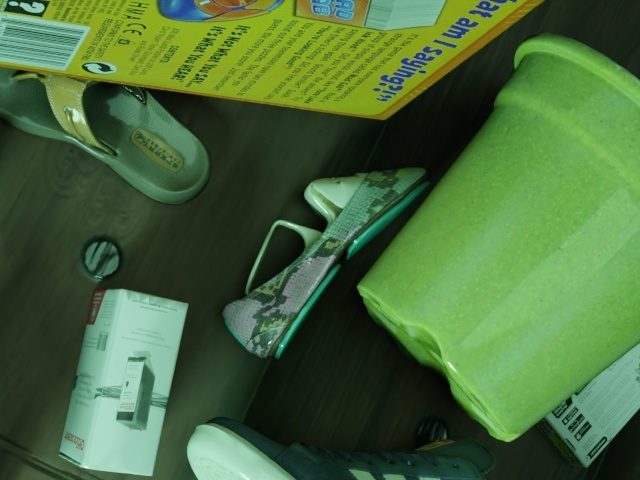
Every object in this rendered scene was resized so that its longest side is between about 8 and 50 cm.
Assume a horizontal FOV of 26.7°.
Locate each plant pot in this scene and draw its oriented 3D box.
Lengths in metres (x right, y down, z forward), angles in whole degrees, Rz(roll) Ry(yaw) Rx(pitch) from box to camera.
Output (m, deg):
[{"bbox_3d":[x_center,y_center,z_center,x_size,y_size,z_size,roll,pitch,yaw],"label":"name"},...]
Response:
[{"bbox_3d":[0.177,0.017,1.112,0.254,0.276,0.276,-44,103,-5],"label":"plant pot"}]

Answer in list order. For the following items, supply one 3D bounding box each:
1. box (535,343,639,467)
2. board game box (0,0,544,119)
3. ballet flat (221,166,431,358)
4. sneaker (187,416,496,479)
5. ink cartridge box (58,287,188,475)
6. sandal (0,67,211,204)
[{"bbox_3d":[0.269,0.096,1.242,0.207,0.036,0.114,-43,102,-18],"label":"box"},{"bbox_3d":[-0.042,-0.325,0.947,0.356,0.356,0.356,6,74,-21],"label":"board game box"},{"bbox_3d":[0.000,0.000,1.130,0.079,0.077,0.221,40,73,6],"label":"ballet flat"},{"bbox_3d":[0.055,0.208,1.114,0.350,0.131,0.148,34,69,-22],"label":"sneaker"},{"bbox_3d":[-0.154,0.108,1.043,0.056,0.099,0.135,14,83,-21],"label":"ink cartridge box"},{"bbox_3d":[-0.178,-0.102,1.067,0.219,0.060,0.090,36,75,-16],"label":"sandal"}]
